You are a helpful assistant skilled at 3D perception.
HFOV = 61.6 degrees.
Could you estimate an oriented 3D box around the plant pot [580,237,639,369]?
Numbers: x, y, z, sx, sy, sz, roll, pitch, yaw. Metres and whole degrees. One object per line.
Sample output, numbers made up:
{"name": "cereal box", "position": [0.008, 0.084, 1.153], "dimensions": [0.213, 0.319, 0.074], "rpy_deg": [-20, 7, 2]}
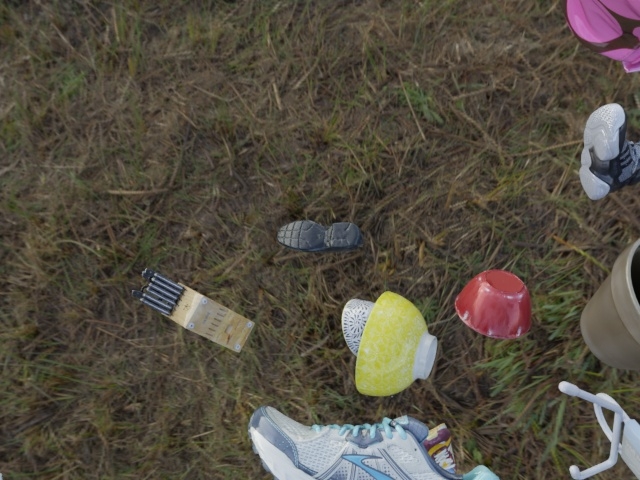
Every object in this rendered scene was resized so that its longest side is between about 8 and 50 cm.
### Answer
{"name": "plant pot", "position": [0.782, 0.179, 1.264], "dimensions": [0.323, 0.280, 0.323], "rpy_deg": [4, 62, -8]}

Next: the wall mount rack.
{"name": "wall mount rack", "position": [0.503, 0.380, 0.861], "dimensions": [0.130, 0.304, 0.350], "rpy_deg": [-21, 35, -1]}

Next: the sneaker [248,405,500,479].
{"name": "sneaker", "position": [0.058, 0.237, 0.587], "dimensions": [0.283, 0.110, 0.122], "rpy_deg": [24, 86, 12]}

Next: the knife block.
{"name": "knife block", "position": [-0.336, 0.171, 1.379], "dimensions": [0.242, 0.275, 0.088], "rpy_deg": [18, 76, 46]}

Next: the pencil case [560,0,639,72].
{"name": "pencil case", "position": [0.191, -0.149, 0.279], "dimensions": [0.095, 0.209, 0.098], "rpy_deg": [-4, 100, 16]}

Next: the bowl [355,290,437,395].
{"name": "bowl", "position": [0.221, 0.292, 1.437], "dimensions": [0.156, 0.289, 0.289], "rpy_deg": [12, 76, 24]}

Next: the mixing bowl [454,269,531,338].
{"name": "mixing bowl", "position": [0.416, 0.132, 1.257], "dimensions": [0.181, 0.098, 0.181], "rpy_deg": [5, 34, -3]}

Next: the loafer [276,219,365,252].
{"name": "loafer", "position": [0.000, 0.000, 1.003], "dimensions": [0.170, 0.061, 0.062], "rpy_deg": [5, 73, 25]}

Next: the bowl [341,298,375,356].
{"name": "bowl", "position": [0.141, 0.229, 1.430], "dimensions": [0.080, 0.170, 0.170], "rpy_deg": [-21, 69, 36]}

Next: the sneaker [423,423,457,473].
{"name": "sneaker", "position": [0.237, 0.422, 1.055], "dimensions": [0.069, 0.185, 0.084], "rpy_deg": [-26, 56, 0]}

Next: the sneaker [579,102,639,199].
{"name": "sneaker", "position": [0.681, -0.210, 1.203], "dimensions": [0.153, 0.268, 0.101], "rpy_deg": [-15, 51, 5]}

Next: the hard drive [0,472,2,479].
{"name": "hard drive", "position": [-0.432, 0.484, 0.647], "dimensions": [0.233, 0.047, 0.353], "rpy_deg": [-23, 80, 22]}
